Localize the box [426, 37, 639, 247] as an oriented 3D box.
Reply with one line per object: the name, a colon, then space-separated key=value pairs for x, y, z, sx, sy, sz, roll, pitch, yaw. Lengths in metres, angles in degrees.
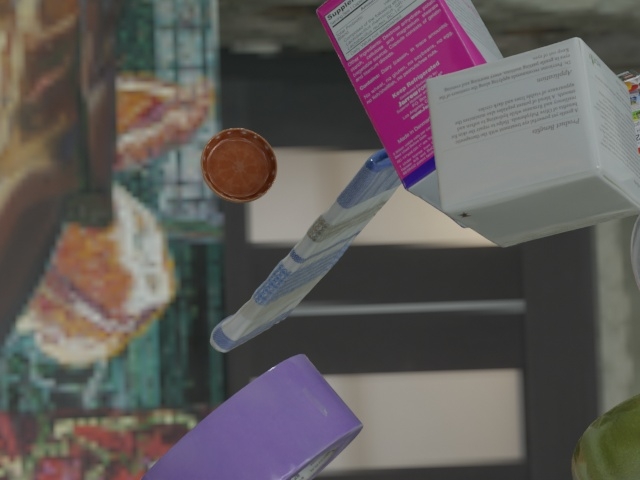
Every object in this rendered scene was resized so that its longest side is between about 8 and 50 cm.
box: x=0.131 y=-0.056 z=1.121 sx=0.101 sy=0.087 sz=0.102 roll=-14 pitch=-20 yaw=24

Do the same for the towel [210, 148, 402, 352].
towel: x=0.000 y=0.000 z=2.027 sx=0.285 sy=0.034 sz=0.209 roll=-50 pitch=-8 yaw=22

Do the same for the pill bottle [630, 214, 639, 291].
pill bottle: x=0.435 y=-0.007 z=1.773 sx=0.264 sy=0.146 sz=0.146 roll=-19 pitch=5 yaw=-30

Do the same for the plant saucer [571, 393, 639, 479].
plant saucer: x=0.250 y=0.143 z=0.969 sx=0.241 sy=0.037 sz=0.241 roll=7 pitch=-34 yaw=5

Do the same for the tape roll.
tape roll: x=-0.060 y=0.183 z=1.542 sx=0.189 sy=0.080 sz=0.189 roll=-39 pitch=-9 yaw=-7

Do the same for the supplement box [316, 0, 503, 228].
supplement box: x=0.102 y=-0.138 z=1.640 sx=0.114 sy=0.220 sz=0.111 roll=-35 pitch=-34 yaw=18

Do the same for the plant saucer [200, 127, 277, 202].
plant saucer: x=-0.088 y=-0.079 z=1.996 sx=0.083 sy=0.083 sz=0.013 roll=-1 pitch=-16 yaw=-15

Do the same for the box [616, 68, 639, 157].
box: x=0.284 y=-0.112 z=2.167 sx=0.207 sy=0.114 sz=0.036 roll=-19 pitch=18 yaw=-5
